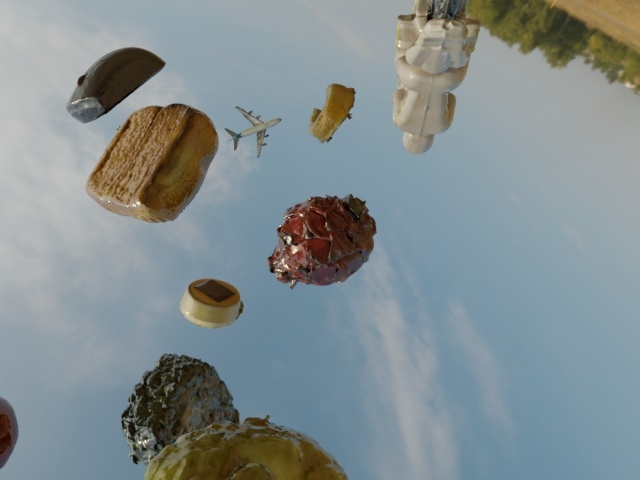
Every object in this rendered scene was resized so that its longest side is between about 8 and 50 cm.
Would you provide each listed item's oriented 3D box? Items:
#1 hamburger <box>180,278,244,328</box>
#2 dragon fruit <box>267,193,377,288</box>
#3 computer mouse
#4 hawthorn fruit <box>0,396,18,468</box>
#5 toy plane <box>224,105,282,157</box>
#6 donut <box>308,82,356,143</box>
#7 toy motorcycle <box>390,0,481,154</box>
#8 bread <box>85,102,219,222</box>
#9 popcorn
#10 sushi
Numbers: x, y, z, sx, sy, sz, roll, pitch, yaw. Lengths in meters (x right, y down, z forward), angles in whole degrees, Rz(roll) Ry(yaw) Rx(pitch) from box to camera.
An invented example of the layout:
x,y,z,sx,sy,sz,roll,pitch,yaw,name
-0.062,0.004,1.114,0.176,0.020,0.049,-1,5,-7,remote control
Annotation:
x,y,z,sx,sy,sz,roll,pitch,yaw,name
-0.232,0.138,0.871,0.127,0.081,0.141,21,-159,5,hamburger
0.000,0.000,1.040,0.299,0.244,0.244,-27,-124,1,dragon fruit
-0.520,-0.409,1.015,0.100,0.170,0.269,54,-129,-32,computer mouse
-0.873,0.478,0.946,0.275,0.275,0.300,53,-168,24,hawthorn fruit
-0.096,-0.161,0.588,0.085,0.077,0.024,-24,-159,-6,toy plane
0.024,-0.363,1.162,0.078,0.181,0.145,25,-126,-25,donut
0.154,-0.242,0.575,0.108,0.222,0.341,9,178,8,toy motorcycle
-0.450,-0.206,1.099,0.148,0.328,0.336,46,-120,-51,bread
-0.081,0.353,0.459,0.282,0.281,0.247,-2,-152,-38,popcorn
-0.411,0.527,1.191,0.178,0.351,0.294,1,-142,24,sushi
